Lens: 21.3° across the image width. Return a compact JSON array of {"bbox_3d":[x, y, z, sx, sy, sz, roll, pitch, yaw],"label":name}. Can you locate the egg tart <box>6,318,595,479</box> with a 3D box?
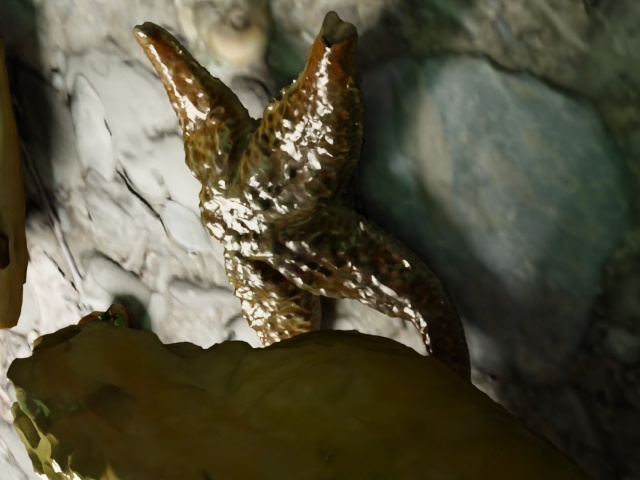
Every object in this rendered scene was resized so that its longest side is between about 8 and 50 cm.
[{"bbox_3d":[0.043,0.166,0.711,0.351,0.153,0.339,23,151,41],"label":"egg tart"}]

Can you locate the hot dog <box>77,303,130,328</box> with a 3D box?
[{"bbox_3d":[-0.112,0.089,0.954,0.049,0.037,0.122,31,132,42],"label":"hot dog"}]

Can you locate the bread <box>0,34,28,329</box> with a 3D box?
[{"bbox_3d":[-0.328,-0.109,0.889,0.314,0.191,0.370,18,131,37],"label":"bread"}]

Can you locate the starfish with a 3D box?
[{"bbox_3d":[0.002,-0.001,0.761,0.138,0.050,0.247,12,137,43],"label":"starfish"}]
